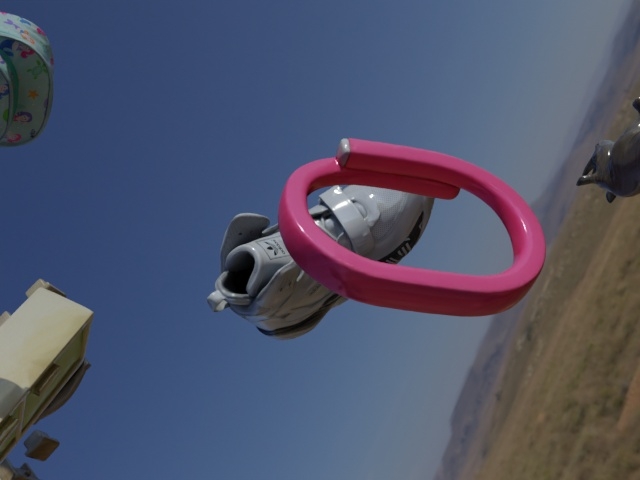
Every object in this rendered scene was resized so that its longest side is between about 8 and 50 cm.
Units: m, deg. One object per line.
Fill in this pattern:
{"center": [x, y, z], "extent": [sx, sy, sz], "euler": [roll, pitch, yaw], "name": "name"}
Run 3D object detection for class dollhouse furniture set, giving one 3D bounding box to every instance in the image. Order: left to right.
{"center": [-0.441, 0.290, 1.362], "extent": [0.355, 0.174, 0.303], "euler": [-48, -34, -4], "name": "dollhouse furniture set"}

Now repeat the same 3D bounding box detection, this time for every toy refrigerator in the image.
{"center": [-0.390, 0.186, 1.057], "extent": [0.269, 0.094, 0.102], "euler": [-61, -6, -55], "name": "toy refrigerator"}

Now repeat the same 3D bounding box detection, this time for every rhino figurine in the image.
{"center": [0.364, -0.100, 0.937], "extent": [0.243, 0.073, 0.106], "euler": [156, 132, -69], "name": "rhino figurine"}

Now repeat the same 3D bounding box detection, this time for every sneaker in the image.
{"center": [0.000, 0.000, 1.205], "extent": [0.366, 0.137, 0.210], "euler": [-44, -27, 13], "name": "sneaker"}

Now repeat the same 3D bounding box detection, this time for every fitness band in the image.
{"center": [0.100, -0.016, 0.894], "extent": [0.209, 0.291, 0.054], "euler": [-97, 20, -44], "name": "fitness band"}

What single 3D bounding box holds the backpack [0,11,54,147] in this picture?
{"center": [-0.552, -0.254, 1.334], "extent": [0.191, 0.253, 0.225], "euler": [-118, 40, -49], "name": "backpack"}
